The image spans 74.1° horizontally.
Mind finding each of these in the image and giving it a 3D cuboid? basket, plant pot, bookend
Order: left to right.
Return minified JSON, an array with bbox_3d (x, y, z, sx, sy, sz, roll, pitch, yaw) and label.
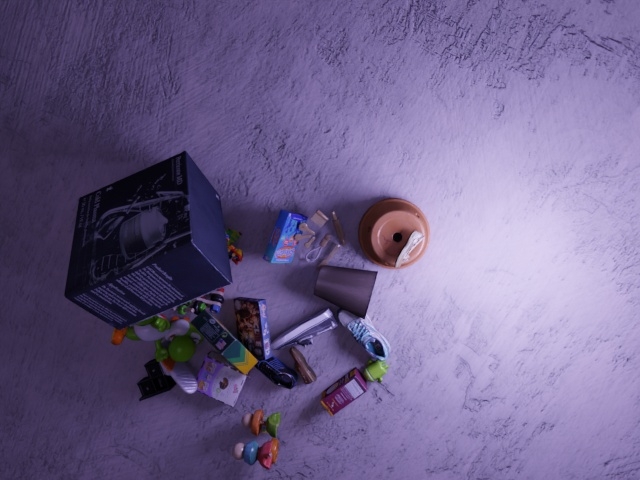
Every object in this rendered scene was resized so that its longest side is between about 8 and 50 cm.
[{"bbox_3d":[-0.744,0.600,1.872,0.156,0.072,0.158,-20,92,7],"label":"bookend"},{"bbox_3d":[0.097,0.192,1.716,0.226,0.154,0.205,15,97,8],"label":"basket"},{"bbox_3d":[0.293,-0.019,1.647,0.290,0.203,0.291,0,96,5],"label":"plant pot"}]

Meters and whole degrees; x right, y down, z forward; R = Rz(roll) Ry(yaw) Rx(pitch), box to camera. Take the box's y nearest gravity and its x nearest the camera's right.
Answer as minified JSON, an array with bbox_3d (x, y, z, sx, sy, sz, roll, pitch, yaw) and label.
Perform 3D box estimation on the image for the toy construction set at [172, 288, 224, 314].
[{"bbox_3d":[-0.549,0.161,1.758,0.236,0.257,0.309,-3,74,18],"label":"toy construction set"}]

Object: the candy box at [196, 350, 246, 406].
[{"bbox_3d":[-0.428,0.600,1.841,0.196,0.070,0.165,24,97,4],"label":"candy box"}]

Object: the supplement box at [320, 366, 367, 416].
[{"bbox_3d":[0.099,0.631,1.774,0.188,0.104,0.081,-39,90,7],"label":"supplement box"}]

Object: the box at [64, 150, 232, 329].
[{"bbox_3d":[-0.621,-0.004,1.577,0.471,0.297,0.480,-22,52,4],"label":"box"}]

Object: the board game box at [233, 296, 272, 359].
[{"bbox_3d":[-0.285,0.365,1.779,0.164,0.042,0.244,-2,96,39],"label":"board game box"}]

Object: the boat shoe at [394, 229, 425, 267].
[{"bbox_3d":[0.317,0.037,1.521,0.048,0.056,0.153,31,90,7],"label":"boat shoe"}]

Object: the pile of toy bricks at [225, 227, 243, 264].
[{"bbox_3d":[-0.379,-0.005,1.778,0.212,0.118,0.105,40,69,17],"label":"pile of toy bricks"}]

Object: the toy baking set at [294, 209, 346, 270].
[{"bbox_3d":[0.006,-0.004,1.741,0.196,0.030,0.256,-24,115,3],"label":"toy baking set"}]

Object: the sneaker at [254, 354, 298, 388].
[{"bbox_3d":[-0.203,0.552,1.804,0.232,0.090,0.082,27,97,2],"label":"sneaker"}]

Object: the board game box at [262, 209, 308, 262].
[{"bbox_3d":[-0.139,-0.012,1.710,0.047,0.160,0.211,25,98,25],"label":"board game box"}]

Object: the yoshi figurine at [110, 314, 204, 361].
[{"bbox_3d":[-0.658,0.400,1.741,0.361,0.203,0.203,16,79,-21],"label":"yoshi figurine"}]

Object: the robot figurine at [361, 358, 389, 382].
[{"bbox_3d":[0.230,0.544,1.772,0.115,0.067,0.101,-37,63,8],"label":"robot figurine"}]

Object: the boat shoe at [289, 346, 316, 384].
[{"bbox_3d":[-0.086,0.536,1.804,0.060,0.064,0.178,-32,94,7],"label":"boat shoe"}]

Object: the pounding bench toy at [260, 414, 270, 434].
[{"bbox_3d":[-0.248,0.807,1.851,0.083,0.052,0.065,4,96,5],"label":"pounding bench toy"}]

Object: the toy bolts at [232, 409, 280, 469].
[{"bbox_3d":[-0.262,0.830,1.719,0.158,0.228,0.219,5,104,5],"label":"toy bolts"}]

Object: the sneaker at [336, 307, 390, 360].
[{"bbox_3d":[0.182,0.378,1.734,0.283,0.122,0.110,43,98,1],"label":"sneaker"}]

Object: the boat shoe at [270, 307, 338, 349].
[{"bbox_3d":[-0.069,0.397,1.775,0.301,0.108,0.102,-30,92,2],"label":"boat shoe"}]

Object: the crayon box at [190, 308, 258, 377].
[{"bbox_3d":[-0.371,0.418,1.701,0.202,0.319,0.081,35,70,29],"label":"crayon box"}]

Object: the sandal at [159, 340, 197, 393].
[{"bbox_3d":[-0.631,0.559,1.825,0.265,0.101,0.076,51,123,19],"label":"sandal"}]
